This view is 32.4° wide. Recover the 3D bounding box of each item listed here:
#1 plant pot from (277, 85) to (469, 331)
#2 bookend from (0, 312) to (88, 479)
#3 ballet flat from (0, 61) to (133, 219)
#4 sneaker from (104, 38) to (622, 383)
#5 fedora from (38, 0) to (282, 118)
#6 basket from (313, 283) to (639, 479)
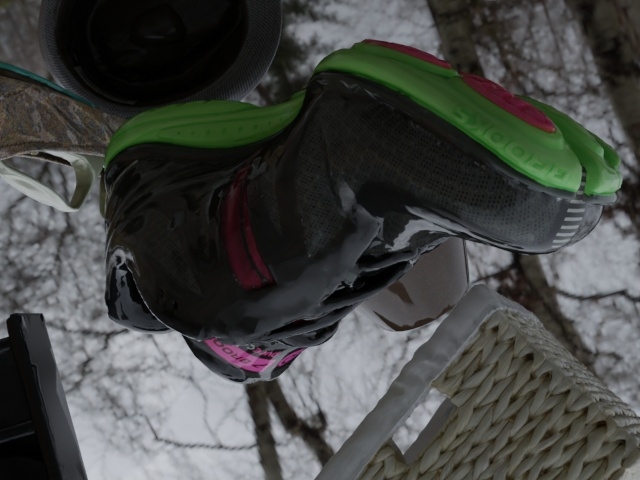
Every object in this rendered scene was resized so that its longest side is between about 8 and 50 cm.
[{"bbox_3d":[0.051,-0.031,1.094,0.215,0.230,0.215,-27,-157,12],"label":"plant pot"},{"bbox_3d":[-0.272,0.150,0.832,0.156,0.157,0.072,-15,176,0],"label":"bookend"},{"bbox_3d":[-0.209,-0.073,1.031,0.107,0.106,0.316,-5,167,41],"label":"ballet flat"},{"bbox_3d":[0.000,0.000,0.732,0.185,0.202,0.483,17,167,-32],"label":"sneaker"},{"bbox_3d":[-0.173,-0.247,1.243,0.275,0.243,0.124,-26,-174,8],"label":"fedora"},{"bbox_3d":[0.213,0.269,1.328,0.328,0.266,0.331,-51,157,7],"label":"basket"}]
